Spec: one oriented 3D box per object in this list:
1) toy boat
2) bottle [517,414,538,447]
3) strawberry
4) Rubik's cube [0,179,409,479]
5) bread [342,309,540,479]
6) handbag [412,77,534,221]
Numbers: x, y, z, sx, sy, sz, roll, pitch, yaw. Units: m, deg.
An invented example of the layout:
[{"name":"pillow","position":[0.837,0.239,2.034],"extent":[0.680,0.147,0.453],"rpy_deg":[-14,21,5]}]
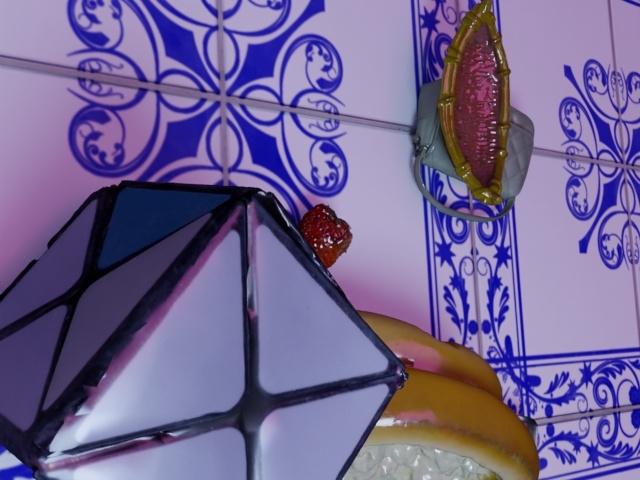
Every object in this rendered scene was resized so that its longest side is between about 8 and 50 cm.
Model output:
[{"name":"toy boat","position":[0.245,-0.210,1.299],"extent":[0.140,0.099,0.318],"rpy_deg":[1,85,-30]},{"name":"bottle","position":[0.315,0.414,1.353],"extent":[0.095,0.079,0.254],"rpy_deg":[9,74,0]},{"name":"strawberry","position":[0.000,0.000,1.174],"extent":[0.083,0.083,0.096],"rpy_deg":[44,71,-25]},{"name":"Rubik's cube","position":[-0.149,0.135,0.859],"extent":[0.307,0.305,0.310],"rpy_deg":[50,66,-29]},{"name":"bread","position":[0.096,0.269,1.143],"extent":[0.423,0.329,0.245],"rpy_deg":[26,27,-33]},{"name":"handbag","position":[0.258,-0.141,1.407],"extent":[0.256,0.079,0.219],"rpy_deg":[18,75,-34]}]
